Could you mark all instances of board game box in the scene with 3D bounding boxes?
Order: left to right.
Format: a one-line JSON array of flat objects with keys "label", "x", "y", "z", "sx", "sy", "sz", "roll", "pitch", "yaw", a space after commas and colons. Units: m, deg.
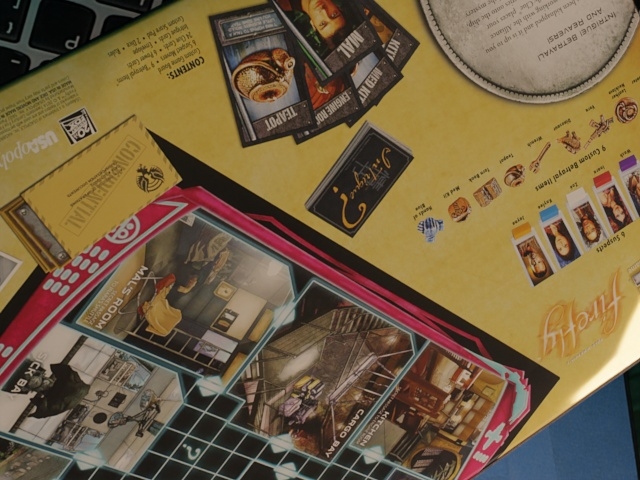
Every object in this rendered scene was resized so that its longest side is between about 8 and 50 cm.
[{"label": "board game box", "x": 0.000, "y": 0.000, "z": 0.402, "sx": 0.243, "sy": 0.042, "sz": 0.165, "roll": -30, "pitch": 102, "yaw": -20}]

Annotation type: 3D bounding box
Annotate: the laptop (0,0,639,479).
[{"label": "laptop", "x": 0.007, "y": -0.004, "z": 0.438, "sx": 0.382, "sy": 0.236, "sz": 0.408, "roll": 12, "pitch": 114, "yaw": -23}]
